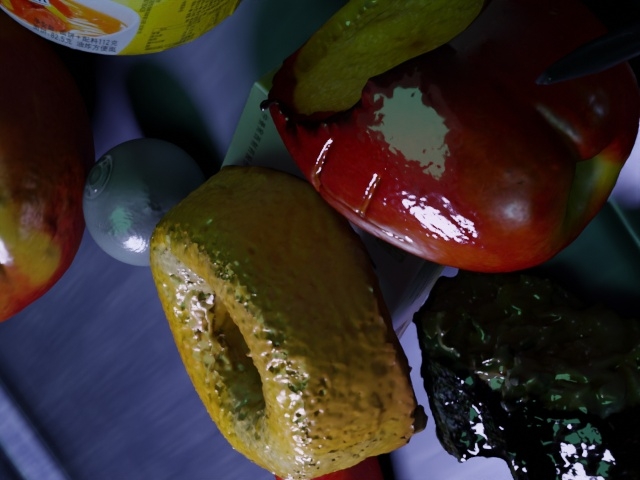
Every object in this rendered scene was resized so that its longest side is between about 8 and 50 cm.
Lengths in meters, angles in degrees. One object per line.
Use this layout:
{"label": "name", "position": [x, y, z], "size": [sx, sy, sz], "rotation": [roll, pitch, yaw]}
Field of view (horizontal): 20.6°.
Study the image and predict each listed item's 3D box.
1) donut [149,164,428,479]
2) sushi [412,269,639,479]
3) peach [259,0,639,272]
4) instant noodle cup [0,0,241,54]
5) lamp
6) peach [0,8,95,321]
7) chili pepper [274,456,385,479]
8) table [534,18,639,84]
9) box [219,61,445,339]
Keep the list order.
{"label": "donut", "position": [-0.028, 0.059, 1.253], "size": [0.253, 0.118, 0.253], "rotation": [52, 158, 31]}
{"label": "sushi", "position": [0.145, 0.098, 1.172], "size": [0.212, 0.147, 0.115], "rotation": [26, 144, 43]}
{"label": "peach", "position": [0.071, -0.086, 1.055], "size": [0.226, 0.196, 0.190], "rotation": [32, 109, 22]}
{"label": "instant noodle cup", "position": [-0.119, -0.252, 1.083], "size": [0.264, 0.264, 0.200], "rotation": [45, 155, 9]}
{"label": "lamp", "position": [-0.141, -0.032, 1.418], "size": [0.105, 0.105, 0.105], "rotation": [30, 140, 28]}
{"label": "peach", "position": [-0.342, -0.072, 1.468], "size": [0.332, 0.308, 0.308], "rotation": [14, 133, 64]}
{"label": "chili pepper", "position": [-0.022, 0.148, 1.483], "size": [0.368, 0.092, 0.137], "rotation": [67, 162, -10]}
{"label": "table", "position": [0.286, -0.034, 0.794], "size": [0.317, 0.249, 0.317], "rotation": [30, 141, 28]}
{"label": "box", "position": [-0.001, 0.000, 1.324], "size": [0.175, 0.062, 0.260], "rotation": [43, 144, 13]}
